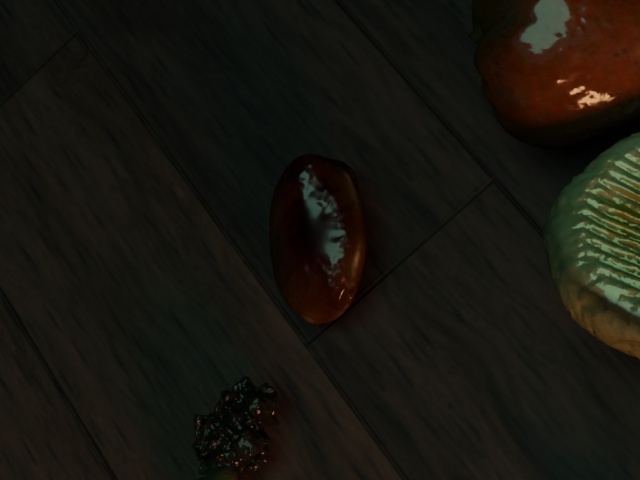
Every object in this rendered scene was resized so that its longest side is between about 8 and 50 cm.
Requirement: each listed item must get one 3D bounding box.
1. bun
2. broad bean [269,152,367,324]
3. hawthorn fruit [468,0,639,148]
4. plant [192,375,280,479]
[{"bbox_3d":[0.309,0.021,1.224,0.244,0.153,0.243,-3,62,5],"label":"bun"},{"bbox_3d":[0.000,0.000,1.408,0.114,0.084,0.165,-32,59,52],"label":"broad bean"},{"bbox_3d":[0.263,-0.188,1.300,0.251,0.199,0.199,-6,72,10],"label":"hawthorn fruit"},{"bbox_3d":[-0.088,0.219,1.389,0.085,0.087,0.174,1,75,62],"label":"plant"}]
